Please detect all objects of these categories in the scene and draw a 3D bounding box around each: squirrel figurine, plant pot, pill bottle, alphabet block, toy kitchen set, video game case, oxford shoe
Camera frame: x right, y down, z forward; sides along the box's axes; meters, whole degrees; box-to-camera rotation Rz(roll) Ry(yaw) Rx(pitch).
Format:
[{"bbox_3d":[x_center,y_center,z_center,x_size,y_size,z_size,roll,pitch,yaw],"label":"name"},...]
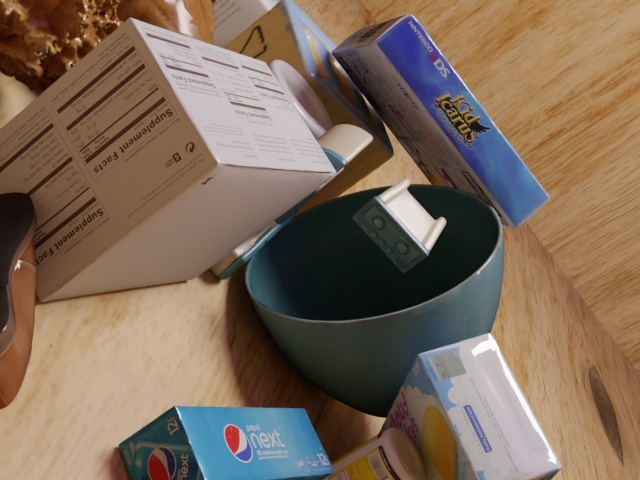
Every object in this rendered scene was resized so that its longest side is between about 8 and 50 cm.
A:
[{"bbox_3d":[-0.262,-0.262,0.960,0.370,0.281,0.397,59,30,-23],"label":"squirrel figurine"},{"bbox_3d":[0.078,0.089,1.134,0.290,0.290,0.195,-86,164,-61],"label":"plant pot"},{"bbox_3d":[0.041,0.239,0.970,0.065,0.116,0.065,47,21,-24],"label":"pill bottle"},{"bbox_3d":[-0.048,-0.163,1.308,0.193,0.197,0.192,39,25,-38],"label":"alphabet block"},{"bbox_3d":[-0.089,-0.112,1.137,0.112,0.187,0.112,46,21,-23],"label":"pill bottle"},{"bbox_3d":[0.000,0.000,1.063,0.166,0.207,0.122,48,47,-2],"label":"toy kitchen set"},{"bbox_3d":[0.138,-0.147,1.200,0.269,0.061,0.244,51,-4,-13],"label":"video game case"},{"bbox_3d":[-0.244,0.039,0.726,0.212,0.076,0.076,-103,-178,-52],"label":"oxford shoe"}]

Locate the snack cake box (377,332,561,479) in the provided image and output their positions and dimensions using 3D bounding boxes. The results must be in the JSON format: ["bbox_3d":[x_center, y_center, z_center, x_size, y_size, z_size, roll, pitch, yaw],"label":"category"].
[{"bbox_3d":[0.136,0.231,1.023,0.264,0.089,0.152,105,-34,-53],"label":"snack cake box"}]

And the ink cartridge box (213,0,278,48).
[{"bbox_3d":[-0.158,-0.334,1.391,0.212,0.154,0.093,53,17,-4],"label":"ink cartridge box"}]

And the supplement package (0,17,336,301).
[{"bbox_3d":[-0.143,-0.065,0.901,0.145,0.204,0.262,58,19,11],"label":"supplement package"}]

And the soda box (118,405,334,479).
[{"bbox_3d":[-0.075,0.190,0.850,0.210,0.067,0.071,19,40,-60],"label":"soda box"}]
